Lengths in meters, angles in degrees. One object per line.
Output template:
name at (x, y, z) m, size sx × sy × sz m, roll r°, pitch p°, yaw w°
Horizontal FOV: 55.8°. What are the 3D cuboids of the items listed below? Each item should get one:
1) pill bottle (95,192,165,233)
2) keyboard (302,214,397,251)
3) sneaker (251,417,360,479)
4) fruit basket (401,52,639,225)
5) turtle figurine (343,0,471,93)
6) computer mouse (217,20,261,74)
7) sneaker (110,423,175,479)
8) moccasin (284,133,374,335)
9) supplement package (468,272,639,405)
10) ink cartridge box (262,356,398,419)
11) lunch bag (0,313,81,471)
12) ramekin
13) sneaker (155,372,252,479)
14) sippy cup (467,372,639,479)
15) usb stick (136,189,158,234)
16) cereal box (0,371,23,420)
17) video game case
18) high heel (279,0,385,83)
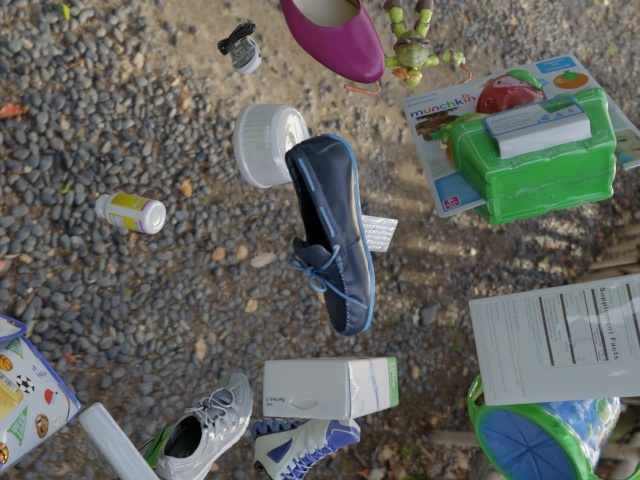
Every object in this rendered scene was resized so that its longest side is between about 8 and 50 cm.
pill bottle at (-0.242, -0.037, 0.767) m, size 0.043 × 0.083 × 0.043 m, roll 13°, pitch 90°, yaw -71°
keyboard at (0.063, -0.017, 1.162) m, size 0.256 × 0.014 × 0.072 m, roll 5°, pitch 115°, yaw -48°
sneaker at (-0.047, 0.566, 1.591) m, size 0.127 × 0.316 × 0.182 m, roll 55°, pitch 30°, yaw -44°
fruit basket at (0.316, -0.197, 0.992) m, size 0.165 × 0.327 × 0.353 m, roll 68°, pitch 11°, yaw -47°
turtle figurine at (0.179, -0.413, 1.290) m, size 0.087 × 0.270 × 0.217 m, roll 57°, pitch 31°, yaw -72°
computer mouse at (-0.172, -0.419, 1.355) m, size 0.042 × 0.106 × 0.193 m, roll 43°, pitch 17°, yaw -43°
sneaker at (-0.369, 0.512, 1.259) m, size 0.343 × 0.146 × 0.134 m, roll -37°, pitch 102°, yaw -51°
moccasin at (0.000, 0.000, 1.002) m, size 0.117 × 0.138 × 0.342 m, roll -17°, pitch 102°, yaw -29°
supplement package at (0.329, 0.120, 0.742) m, size 0.139 × 0.244 × 0.133 m, roll 8°, pitch 71°, yaw -57°
ink cartridge box at (0.028, 0.315, 1.320) m, size 0.278 × 0.201 × 0.117 m, roll 18°, pitch 69°, yaw -62°
lunch bag at (-0.744, 0.306, 1.258) m, size 0.385 × 0.239 × 0.328 m, roll 51°, pitch 6°, yaw 1°
ramekin at (-0.108, -0.231, 1.456) m, size 0.207 × 0.109 × 0.207 m, roll -1°, pitch 90°, yaw -64°
sneaker at (-0.213, 0.352, 1.158) m, size 0.281 × 0.105 × 0.115 m, roll -58°, pitch 156°, yaw -48°
sippy cup at (0.463, 0.352, 1.189) m, size 0.224 × 0.240 × 0.305 m, roll -32°, pitch 74°, yaw -30°
usb stick at (-0.479, -0.082, 1.666) m, size 0.045 × 0.278 × 0.077 m, roll 33°, pitch 96°, yaw -21°
cereal box at (-0.420, 0.169, 0.528) m, size 0.240 × 0.047 × 0.173 m, roll -45°, pitch 103°, yaw -15°
video game case at (-0.223, 0.387, 0.846) m, size 0.036 × 0.300 × 0.329 m, roll -36°, pitch 81°, yaw -29°
high heel at (-0.012, -0.421, 0.932) m, size 0.127 × 0.181 × 0.377 m, roll -38°, pitch 85°, yaw -15°
